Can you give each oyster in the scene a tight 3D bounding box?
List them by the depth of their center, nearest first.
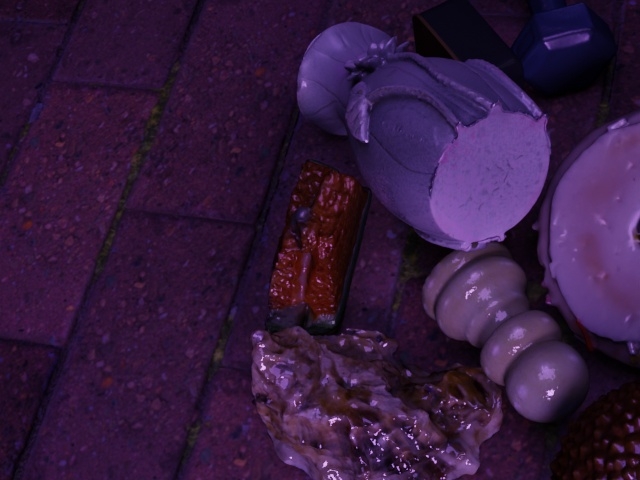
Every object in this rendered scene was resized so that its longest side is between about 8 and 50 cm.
[{"bbox_3d":[0.056,0.219,1.325,0.351,0.115,0.238,30,67,2],"label":"oyster"}]

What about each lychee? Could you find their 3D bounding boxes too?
[{"bbox_3d":[0.393,0.289,1.121,0.267,0.267,0.267,-6,60,11],"label":"lychee"}]

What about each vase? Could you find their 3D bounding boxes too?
[{"bbox_3d":[0.126,-0.169,1.416,0.250,0.250,0.445,-35,37,-6],"label":"vase"}]

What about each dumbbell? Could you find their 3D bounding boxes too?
[{"bbox_3d":[0.358,-0.393,1.585,0.144,0.160,0.325,-29,54,32],"label":"dumbbell"}]

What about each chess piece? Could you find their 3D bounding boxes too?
[{"bbox_3d":[0.252,0.131,1.295,0.144,0.144,0.251,-30,48,-3],"label":"chess piece"}]

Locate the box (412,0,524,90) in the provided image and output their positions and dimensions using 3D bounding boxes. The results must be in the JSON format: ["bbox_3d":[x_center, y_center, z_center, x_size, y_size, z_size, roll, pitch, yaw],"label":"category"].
[{"bbox_3d":[0.234,-0.276,1.553,0.090,0.144,0.201,-28,57,-6],"label":"box"}]

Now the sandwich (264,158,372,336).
[{"bbox_3d":[0.002,-0.003,1.436,0.109,0.212,0.292,13,51,5],"label":"sandwich"}]

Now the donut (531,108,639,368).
[{"bbox_3d":[0.474,-0.001,1.293,0.382,0.142,0.383,-11,68,27],"label":"donut"}]

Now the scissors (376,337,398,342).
[{"bbox_3d":[0.057,0.160,1.428,0.113,0.012,0.039,-15,59,6],"label":"scissors"}]
